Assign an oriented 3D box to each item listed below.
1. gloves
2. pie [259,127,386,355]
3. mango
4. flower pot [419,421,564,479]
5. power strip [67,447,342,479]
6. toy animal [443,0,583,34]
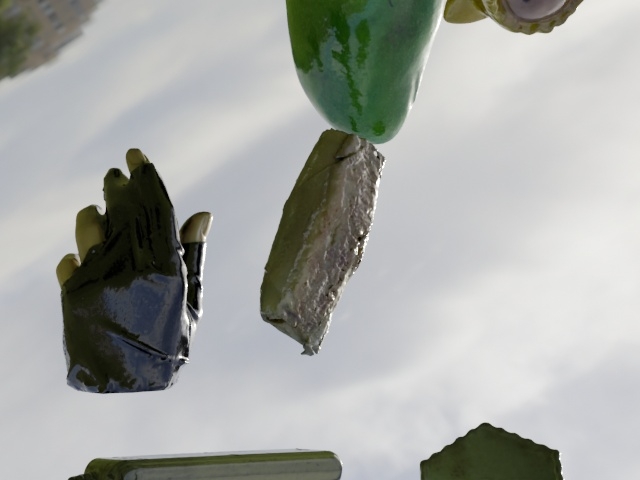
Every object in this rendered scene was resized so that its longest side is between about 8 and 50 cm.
[{"bbox_3d":[-0.220,0.038,1.665,0.197,0.301,0.152,0,159,-26],"label":"gloves"},{"bbox_3d":[0.000,0.000,1.698,0.068,0.128,0.282,-4,-121,43],"label":"pie"},{"bbox_3d":[0.065,-0.320,1.938,0.225,0.382,0.201,-5,-160,-3],"label":"mango"},{"bbox_3d":[0.257,0.412,2.044,0.239,0.190,0.209,-28,-126,-14],"label":"flower pot"},{"bbox_3d":[-0.141,0.295,1.714,0.387,0.066,0.092,5,170,-40],"label":"power strip"},{"bbox_3d":[0.182,-0.306,1.283,0.156,0.230,0.156,-6,-144,4],"label":"toy animal"}]
